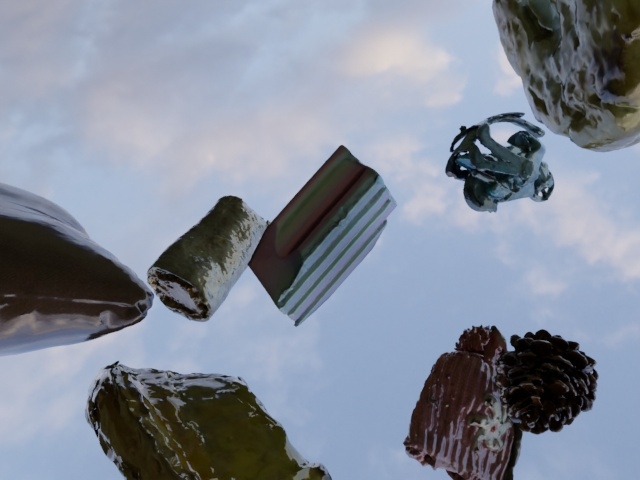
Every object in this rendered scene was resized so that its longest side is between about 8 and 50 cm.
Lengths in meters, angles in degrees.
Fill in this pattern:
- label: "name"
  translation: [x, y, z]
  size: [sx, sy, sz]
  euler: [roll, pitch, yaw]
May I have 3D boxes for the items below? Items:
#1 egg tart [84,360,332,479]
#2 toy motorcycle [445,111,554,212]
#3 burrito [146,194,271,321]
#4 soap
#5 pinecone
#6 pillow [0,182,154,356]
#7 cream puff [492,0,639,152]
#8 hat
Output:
- label: "egg tart"
  translation: [-0.055, 0.184, 0.551]
  size: [0.115, 0.290, 0.290]
  euler: [-37, -136, -14]
- label: "toy motorcycle"
  translation: [0.395, -0.169, 1.647]
  size: [0.260, 0.206, 0.154]
  euler: [-12, -179, -31]
- label: "burrito"
  translation: [-0.192, 0.030, 1.314]
  size: [0.143, 0.105, 0.299]
  euler: [-1, -152, 19]
- label: "soap"
  translation: [0.000, 0.000, 0.693]
  size: [0.056, 0.100, 0.149]
  euler: [41, -92, 28]
- label: "pinecone"
  translation: [0.351, 0.227, 1.207]
  size: [0.174, 0.173, 0.173]
  euler: [-15, -133, 17]
- label: "pillow"
  translation: [-0.281, 0.004, 0.485]
  size: [0.305, 0.308, 0.108]
  euler: [17, -83, 64]
- label: "cream puff"
  translation: [0.326, -0.254, 0.745]
  size: [0.257, 0.324, 0.291]
  euler: [-18, -94, -8]
- label: "hat"
  translation: [0.269, 0.277, 1.336]
  size: [0.107, 0.237, 0.286]
  euler: [-22, -136, 54]
